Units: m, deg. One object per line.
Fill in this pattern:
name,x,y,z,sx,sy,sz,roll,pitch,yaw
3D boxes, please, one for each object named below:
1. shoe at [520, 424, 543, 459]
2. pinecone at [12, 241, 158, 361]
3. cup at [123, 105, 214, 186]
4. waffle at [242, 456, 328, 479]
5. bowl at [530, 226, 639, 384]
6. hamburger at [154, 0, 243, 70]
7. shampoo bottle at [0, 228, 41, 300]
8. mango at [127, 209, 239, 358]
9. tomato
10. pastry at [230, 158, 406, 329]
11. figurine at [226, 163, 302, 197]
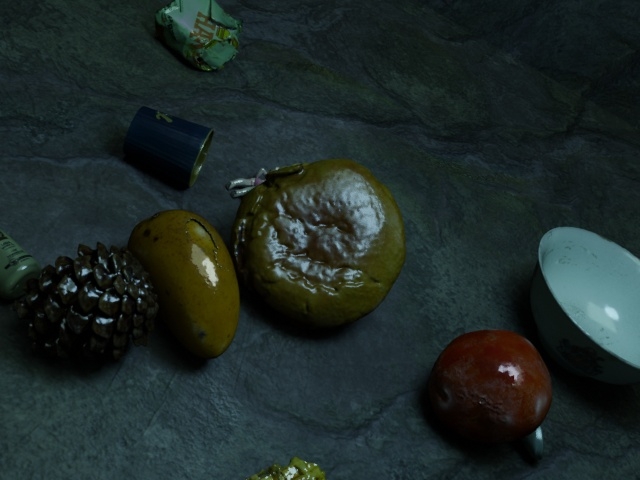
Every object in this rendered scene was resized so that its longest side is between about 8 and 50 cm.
shoe,0.396,0.348,1.514,0.078,0.079,0.195,-6,50,8
pinecone,-0.356,0.103,1.166,0.204,0.179,0.184,-28,84,-2
cup,-0.318,-0.204,1.592,0.155,0.131,0.176,23,8,-6
waffle,-0.066,0.444,1.078,0.311,0.060,0.307,18,38,-20
bowl,0.629,0.188,1.739,0.434,0.196,0.435,20,38,-16
hamburger,-0.299,-0.545,1.978,0.214,0.125,0.235,43,42,5
shampoo bottle,-0.530,0.019,1.212,0.162,0.079,0.079,40,38,10
mango,-0.226,0.066,1.293,0.159,0.191,0.290,-13,60,-34
tomato,0.323,0.264,1.422,0.231,0.189,0.232,-3,35,2
pastry,0.000,0.000,1.461,0.355,0.164,0.356,3,69,-7
figurine,-0.115,-0.130,1.683,0.187,0.083,0.083,-10,53,-30
